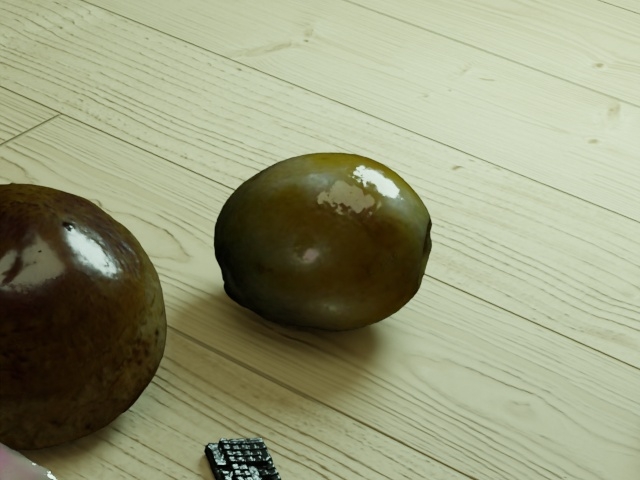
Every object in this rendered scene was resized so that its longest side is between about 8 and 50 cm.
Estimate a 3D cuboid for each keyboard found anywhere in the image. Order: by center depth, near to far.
[{"bbox_3d":[-0.050,0.235,1.529,0.060,0.018,0.195,-5,34,-19],"label":"keyboard"}]

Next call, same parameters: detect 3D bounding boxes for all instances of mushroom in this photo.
[{"bbox_3d":[-0.281,0.047,1.635,0.263,0.195,0.283,-11,35,-11],"label":"mushroom"}]

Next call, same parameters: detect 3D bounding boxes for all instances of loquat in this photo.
[{"bbox_3d":[0.000,0.000,1.759,0.227,0.179,0.179,5,32,17],"label":"loquat"}]

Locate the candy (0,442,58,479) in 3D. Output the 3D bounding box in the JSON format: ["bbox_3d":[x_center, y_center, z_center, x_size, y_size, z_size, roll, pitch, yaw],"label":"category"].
[{"bbox_3d":[-0.311,0.276,1.309,0.116,0.155,0.265,22,37,32],"label":"candy"}]
